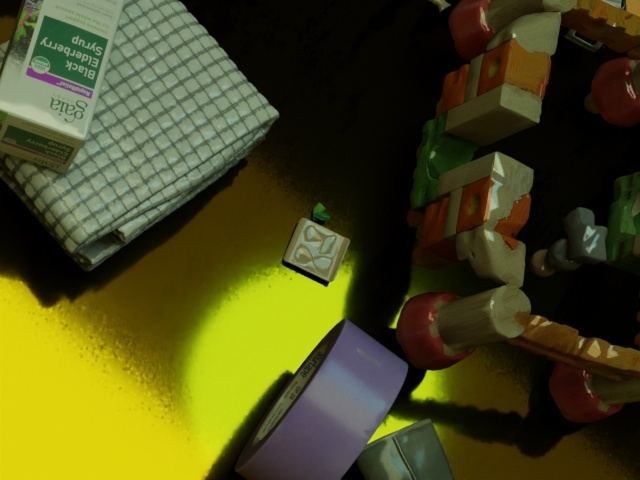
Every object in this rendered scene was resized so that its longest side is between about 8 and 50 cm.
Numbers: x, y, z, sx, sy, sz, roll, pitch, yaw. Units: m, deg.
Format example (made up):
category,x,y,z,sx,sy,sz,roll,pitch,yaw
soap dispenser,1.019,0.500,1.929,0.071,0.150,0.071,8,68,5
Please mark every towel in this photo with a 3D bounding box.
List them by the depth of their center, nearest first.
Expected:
category,x,y,z,sx,sy,sz,roll,pitch,yaw
towel,-0.221,-0.126,1.544,0.283,0.121,0.235,-38,87,-29

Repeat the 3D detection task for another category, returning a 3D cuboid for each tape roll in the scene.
category,x,y,z,sx,sy,sz,roll,pitch,yaw
tape roll,0.001,0.176,1.462,0.080,0.189,0.189,36,62,-3

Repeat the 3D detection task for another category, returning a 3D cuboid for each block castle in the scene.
category,x,y,z,sx,sy,sz,roll,pitch,yaw
block castle,0.258,-0.047,1.639,0.303,0.213,0.453,20,70,-25

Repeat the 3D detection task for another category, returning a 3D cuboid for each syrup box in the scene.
category,x,y,z,sx,sy,sz,roll,pitch,yaw
syrup box,-0.254,-0.195,1.432,0.093,0.096,0.237,19,64,-16

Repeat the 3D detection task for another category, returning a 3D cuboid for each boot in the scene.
category,x,y,z,sx,sy,sz,roll,pitch,yaw
boot,0.090,0.306,1.509,0.189,0.076,0.209,-21,85,-40

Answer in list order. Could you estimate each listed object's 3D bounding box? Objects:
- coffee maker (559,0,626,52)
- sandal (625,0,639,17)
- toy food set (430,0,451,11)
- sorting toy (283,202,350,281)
category,x,y,z,sx,sy,sz,roll,pitch,yaw
coffee maker,0.279,-0.327,1.801,0.178,0.120,0.171,16,64,-14
sandal,0.448,-0.367,1.902,0.102,0.076,0.265,37,62,-3
toy food set,0.134,-0.348,1.812,0.122,0.019,0.078,46,62,2
sorting toy,0.000,0.000,1.631,0.062,0.012,0.083,24,67,-4
